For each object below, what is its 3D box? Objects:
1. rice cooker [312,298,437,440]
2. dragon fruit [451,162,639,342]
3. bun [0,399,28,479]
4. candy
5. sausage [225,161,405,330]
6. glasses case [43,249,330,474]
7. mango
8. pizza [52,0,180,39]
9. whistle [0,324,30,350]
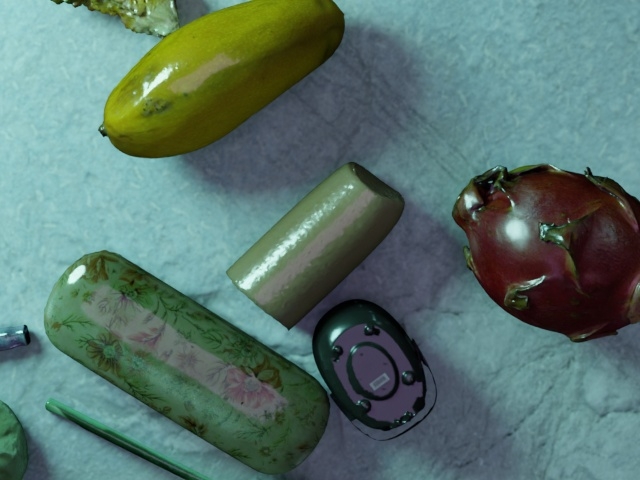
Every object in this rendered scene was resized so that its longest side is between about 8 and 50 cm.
[{"bbox_3d":[0.073,0.180,1.729,0.142,0.118,0.203,-36,93,0],"label":"rice cooker"},{"bbox_3d":[0.330,0.016,1.673,0.315,0.250,0.250,39,92,-13],"label":"dragon fruit"},{"bbox_3d":[-0.503,0.298,1.707,0.195,0.118,0.195,-1,94,-7],"label":"bun"},{"bbox_3d":[-0.189,0.326,1.745,0.440,0.119,0.119,28,93,1],"label":"candy"},{"bbox_3d":[0.000,0.000,1.707,0.253,0.123,0.123,-44,96,1],"label":"sausage"},{"bbox_3d":[-0.183,0.170,1.722,0.425,0.098,0.156,33,90,-6],"label":"glasses case"},{"bbox_3d":[-0.130,-0.225,1.644,0.359,0.187,0.144,-31,84,-1],"label":"mango"},{"bbox_3d":[-0.279,-0.361,1.685,0.226,0.069,0.147,21,72,-9],"label":"pizza"},{"bbox_3d":[-0.493,0.147,1.733,0.176,0.033,0.033,-11,96,-3],"label":"whistle"}]
